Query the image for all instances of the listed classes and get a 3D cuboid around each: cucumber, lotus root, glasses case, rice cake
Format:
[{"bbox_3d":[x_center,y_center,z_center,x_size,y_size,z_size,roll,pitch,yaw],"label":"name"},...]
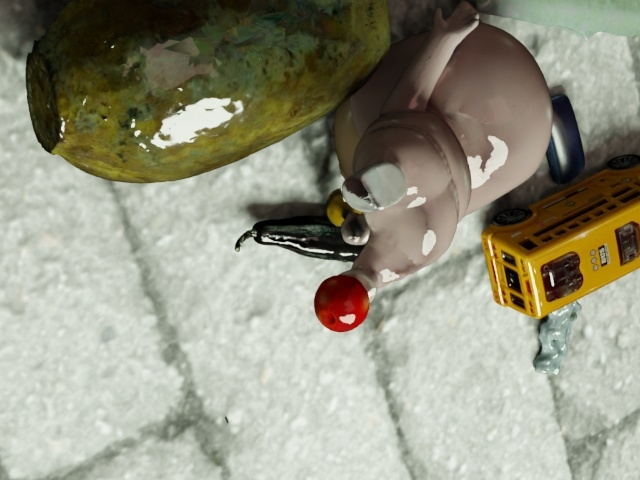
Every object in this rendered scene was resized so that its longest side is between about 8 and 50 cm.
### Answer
[{"bbox_3d":[0.000,0.000,1.160,0.163,0.043,0.039,8,145,-28],"label":"cucumber"},{"bbox_3d":[-0.074,-0.134,0.998,0.275,0.152,0.160,-24,104,-23],"label":"lotus root"},{"bbox_3d":[0.216,-0.090,1.255,0.033,0.023,0.083,-27,119,-16],"label":"glasses case"},{"bbox_3d":[0.232,-0.236,1.203,0.237,0.043,0.127,0,108,-29],"label":"rice cake"}]

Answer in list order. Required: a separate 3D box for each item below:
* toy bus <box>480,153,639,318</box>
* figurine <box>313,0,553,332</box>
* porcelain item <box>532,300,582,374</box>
[{"bbox_3d":[0.244,-0.004,1.261,0.194,0.088,0.083,-25,116,-19],"label":"toy bus"},{"bbox_3d":[0.065,-0.068,1.083,0.176,0.186,0.287,59,40,-26],"label":"figurine"},{"bbox_3d":[0.220,0.083,1.316,0.036,0.028,0.083,4,104,-48],"label":"porcelain item"}]
